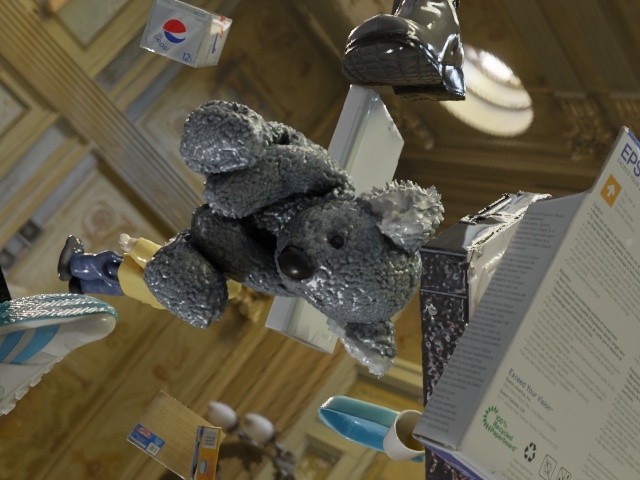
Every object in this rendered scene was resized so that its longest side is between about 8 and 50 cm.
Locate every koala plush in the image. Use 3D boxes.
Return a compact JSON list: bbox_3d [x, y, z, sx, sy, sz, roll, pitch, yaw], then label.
[{"bbox_3d":[0.000,0.000,0.833,0.221,0.203,0.196,26,-73,34],"label":"koala plush"}]

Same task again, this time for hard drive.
[{"bbox_3d":[0.026,-0.017,1.204,0.040,0.203,0.308,16,-99,19],"label":"hard drive"},{"bbox_3d":[0.192,0.135,1.051,0.064,0.339,0.237,7,-160,33],"label":"hard drive"}]

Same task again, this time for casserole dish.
[{"bbox_3d":[0.081,0.280,1.428,0.188,0.114,0.037,10,-121,39],"label":"casserole dish"}]

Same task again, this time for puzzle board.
[{"bbox_3d":[-0.226,0.309,1.488,0.096,0.128,0.011,-56,-179,-32],"label":"puzzle board"}]

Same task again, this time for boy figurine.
[{"bbox_3d":[-0.265,0.046,1.487,0.285,0.177,0.092,0,-125,11],"label":"boy figurine"}]

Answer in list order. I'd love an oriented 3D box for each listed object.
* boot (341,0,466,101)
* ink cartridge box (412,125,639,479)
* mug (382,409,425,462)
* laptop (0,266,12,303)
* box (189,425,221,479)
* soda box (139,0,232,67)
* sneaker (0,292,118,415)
[{"bbox_3d":[0.111,-0.300,1.172,0.118,0.338,0.223,3,-88,16],"label":"boot"},{"bbox_3d":[0.268,0.117,0.903,0.071,0.324,0.330,10,-116,51],"label":"ink cartridge box"},{"bbox_3d":[0.123,0.280,1.308,0.062,0.078,0.064,-49,175,-40],"label":"mug"},{"bbox_3d":[-0.460,-0.007,1.028,0.264,0.234,0.137,-2,-140,2],"label":"laptop"},{"bbox_3d":[-0.166,0.306,1.350,0.136,0.028,0.081,141,-43,-72],"label":"box"},{"bbox_3d":[-0.222,-0.353,1.610,0.286,0.098,0.091,-82,-168,-79],"label":"soda box"},{"bbox_3d":[-0.312,0.117,0.945,0.228,0.092,0.087,-18,-162,-22],"label":"sneaker"}]
